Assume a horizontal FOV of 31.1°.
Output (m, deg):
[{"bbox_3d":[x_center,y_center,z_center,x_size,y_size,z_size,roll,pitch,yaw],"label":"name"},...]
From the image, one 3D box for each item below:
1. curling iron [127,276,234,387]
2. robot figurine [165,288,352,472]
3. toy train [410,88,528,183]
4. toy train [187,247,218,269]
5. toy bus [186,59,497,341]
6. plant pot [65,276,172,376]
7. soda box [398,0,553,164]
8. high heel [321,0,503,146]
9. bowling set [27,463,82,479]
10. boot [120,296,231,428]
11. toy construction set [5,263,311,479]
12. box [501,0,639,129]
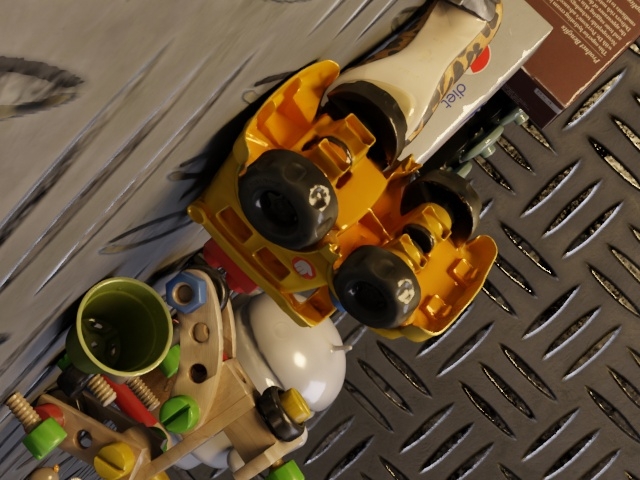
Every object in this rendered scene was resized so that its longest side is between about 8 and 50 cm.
[{"bbox_3d":[-0.174,0.103,1.460,0.274,0.035,0.068,-42,171,-40],"label":"curling iron"},{"bbox_3d":[-0.109,0.207,1.736,0.353,0.300,0.200,-33,141,14],"label":"robot figurine"},{"bbox_3d":[0.172,-0.159,1.666,0.334,0.142,0.190,-44,-172,-31],"label":"toy train"},{"bbox_3d":[-0.091,-0.005,1.269,0.158,0.027,0.036,-40,163,-45],"label":"toy train"},{"bbox_3d":[0.000,0.000,0.948,0.211,0.220,0.149,-40,-175,46],"label":"toy bus"},{"bbox_3d":[-0.178,0.080,0.970,0.083,0.083,0.079,-42,-172,-34],"label":"plant pot"},{"bbox_3d":[0.130,-0.168,1.324,0.286,0.098,0.091,-45,176,-5],"label":"soda box"},{"bbox_3d":[0.085,-0.142,1.109,0.261,0.093,0.186,-55,168,11],"label":"high heel"},{"bbox_3d":[-0.450,0.450,1.705,0.287,0.154,0.200,-46,-165,-7],"label":"bowling set"},{"bbox_3d":[-0.183,0.147,1.528,0.305,0.115,0.112,-73,169,-67],"label":"boot"},{"bbox_3d":[-0.142,0.194,1.191,0.257,0.237,0.309,-40,176,-16],"label":"toy construction set"},{"bbox_3d":[0.315,-0.283,1.497,0.203,0.168,0.167,-44,177,-1],"label":"box"}]
